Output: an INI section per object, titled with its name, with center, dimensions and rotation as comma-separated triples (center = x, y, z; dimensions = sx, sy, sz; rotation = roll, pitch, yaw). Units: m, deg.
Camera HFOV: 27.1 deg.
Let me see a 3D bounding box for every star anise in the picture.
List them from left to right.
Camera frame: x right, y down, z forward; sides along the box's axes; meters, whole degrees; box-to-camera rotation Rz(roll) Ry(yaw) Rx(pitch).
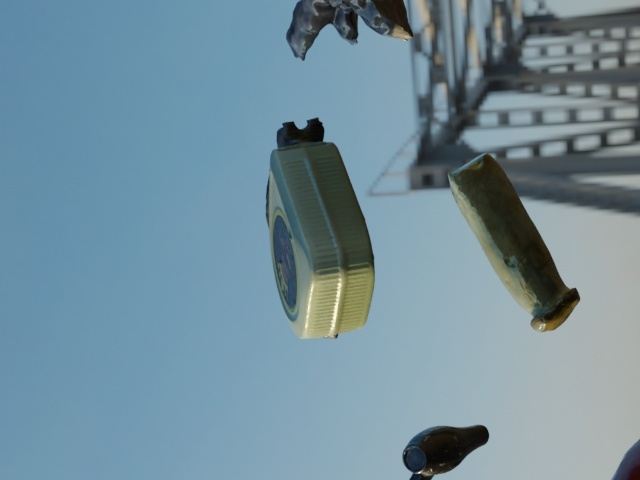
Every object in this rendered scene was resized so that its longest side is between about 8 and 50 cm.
[star anise]
center = 0.023, -0.311, 1.563
dimensions = 0.236, 0.229, 0.093
rotation = -47, 13, 41

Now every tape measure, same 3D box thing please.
[tape measure]
center = 0.000, 0.000, 1.668
dimensions = 0.207, 0.115, 0.235
rotation = 94, 162, -50

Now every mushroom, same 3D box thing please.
[mushroom]
center = 0.315, 0.006, 2.176
dimensions = 0.312, 0.100, 0.081
rotation = 58, 160, -1

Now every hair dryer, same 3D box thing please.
[hair dryer]
center = 0.158, 0.371, 2.008
dimensions = 0.195, 0.075, 0.219
rotation = -4, -54, -54

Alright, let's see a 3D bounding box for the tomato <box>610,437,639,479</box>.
[tomato]
center = 0.383, 0.315, 1.344
dimensions = 0.260, 0.180, 0.260
rotation = -17, -90, -75
